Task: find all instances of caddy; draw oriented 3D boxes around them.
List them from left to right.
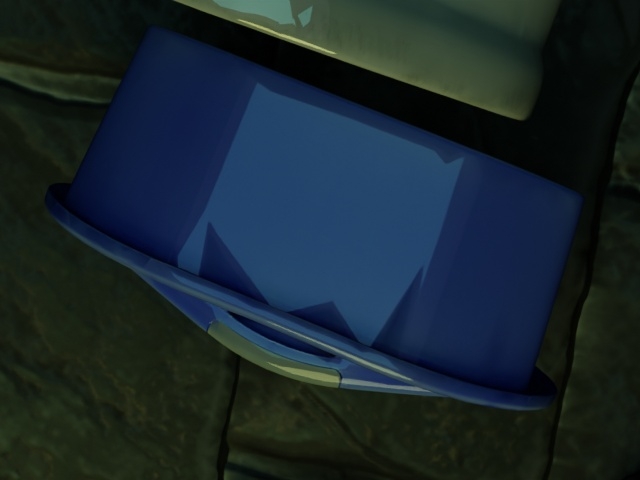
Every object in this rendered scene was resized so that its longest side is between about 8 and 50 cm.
[{"bbox_3d":[0.000,0.000,0.746,0.341,0.241,0.179,22,97,5],"label":"caddy"}]

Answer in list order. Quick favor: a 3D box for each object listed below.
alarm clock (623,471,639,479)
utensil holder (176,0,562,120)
[{"bbox_3d":[0.237,0.234,0.840,0.192,0.064,0.129,-16,97,14],"label":"alarm clock"},{"bbox_3d":[0.030,-0.300,0.654,0.328,0.327,0.385,21,99,5],"label":"utensil holder"}]
